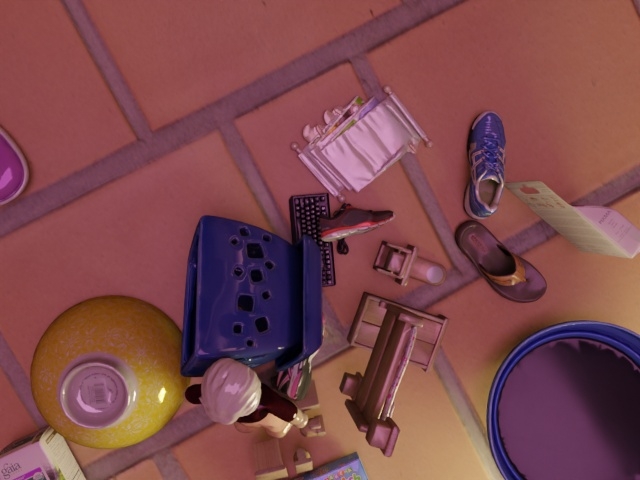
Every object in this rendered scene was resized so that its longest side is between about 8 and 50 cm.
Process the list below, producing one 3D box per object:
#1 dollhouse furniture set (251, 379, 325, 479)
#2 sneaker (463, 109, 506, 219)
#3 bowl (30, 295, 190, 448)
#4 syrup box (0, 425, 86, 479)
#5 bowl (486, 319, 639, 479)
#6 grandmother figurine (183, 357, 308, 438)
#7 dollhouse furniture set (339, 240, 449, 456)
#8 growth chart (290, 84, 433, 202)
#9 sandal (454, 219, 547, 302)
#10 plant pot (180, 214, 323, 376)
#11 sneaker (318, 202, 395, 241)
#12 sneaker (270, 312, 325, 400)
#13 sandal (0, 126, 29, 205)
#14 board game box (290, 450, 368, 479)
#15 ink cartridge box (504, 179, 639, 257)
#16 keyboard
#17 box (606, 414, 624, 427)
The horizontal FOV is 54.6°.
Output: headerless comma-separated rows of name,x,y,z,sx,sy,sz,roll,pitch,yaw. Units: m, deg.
dollhouse furniture set,-0.064,0.378,1.214,0.144,0.123,0.151,-11,61,-6
sneaker,0.326,-0.144,1.189,0.080,0.081,0.211,1,93,-5
bowl,-0.383,0.252,1.102,0.289,0.156,0.289,-1,95,-6
syrup box,-0.489,0.468,1.137,0.093,0.096,0.237,-25,98,-4
bowl,0.514,0.353,1.207,0.391,0.077,0.391,0,80,2
grandmother figurine,-0.124,0.259,1.009,0.208,0.342,0.104,0,67,2
dollhouse furniture set,0.175,0.173,1.060,0.174,0.355,0.303,19,92,-8
growth chart,0.077,-0.190,1.186,0.237,0.021,0.172,-34,97,-3
sandal,0.358,0.044,1.218,0.090,0.060,0.219,-45,98,-1
plant pot,-0.118,0.108,1.060,0.212,0.236,0.236,5,69,-15
sneaker,0.068,-0.046,1.171,0.158,0.061,0.065,-14,82,-22
sneaker,-0.051,0.208,1.182,0.077,0.072,0.178,13,77,25
sandal,-0.701,-0.200,1.054,0.416,0.102,0.169,39,90,-8
board game box,0.040,0.547,1.231,0.160,0.039,0.211,-22,100,-4
ink cartridge box,0.469,-0.057,1.162,0.225,0.181,0.056,40,89,-6
keyboard,0.000,0.000,1.193,0.108,0.023,0.180,-5,96,-6
box,0.627,0.475,1.285,0.100,0.060,0.244,-32,97,-3
